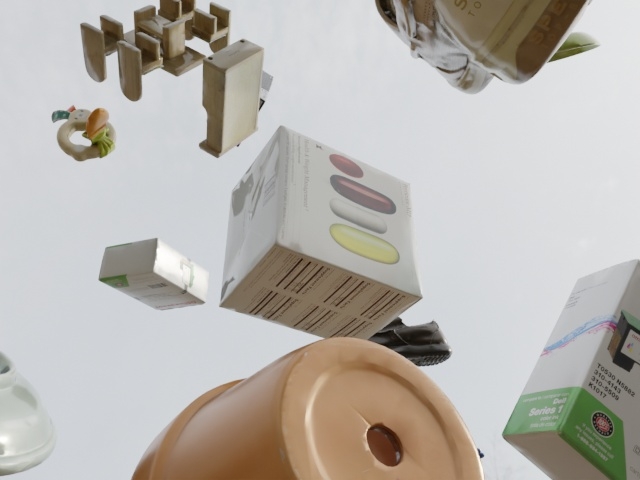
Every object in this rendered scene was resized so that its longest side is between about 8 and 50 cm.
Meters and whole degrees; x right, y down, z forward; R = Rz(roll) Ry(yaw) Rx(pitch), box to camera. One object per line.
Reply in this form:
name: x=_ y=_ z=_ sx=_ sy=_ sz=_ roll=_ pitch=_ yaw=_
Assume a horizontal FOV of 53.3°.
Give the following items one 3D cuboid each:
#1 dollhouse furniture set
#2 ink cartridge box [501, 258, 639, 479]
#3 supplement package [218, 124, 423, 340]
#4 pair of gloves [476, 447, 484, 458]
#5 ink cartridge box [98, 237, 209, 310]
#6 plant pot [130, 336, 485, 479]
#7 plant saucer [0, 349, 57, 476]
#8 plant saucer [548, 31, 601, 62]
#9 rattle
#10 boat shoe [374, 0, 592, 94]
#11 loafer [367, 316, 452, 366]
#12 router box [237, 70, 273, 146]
dollhouse furniture set: x=-0.223 y=-0.272 z=1.041 sx=0.242 sy=0.212 sz=0.161 roll=30 pitch=-43 yaw=18
ink cartridge box: x=0.389 y=0.193 z=0.809 sx=0.201 sy=0.278 sz=0.117 roll=40 pitch=-28 yaw=-4
supplement package: x=0.000 y=0.000 z=0.814 sx=0.203 sy=0.194 sz=0.149 roll=21 pitch=-43 yaw=-25
pair of gloves: x=0.261 y=0.382 z=1.334 sx=0.023 sy=0.159 sz=0.198 roll=-43 pitch=-78 yaw=-7
ink cartridge box: x=-0.396 y=0.087 z=1.544 sx=0.160 sy=0.092 sz=0.219 roll=-9 pitch=-27 yaw=22
plant pot: x=0.003 y=0.220 z=0.553 sx=0.291 sy=0.291 sz=0.203 roll=29 pitch=-54 yaw=-14
plant saucer: x=-0.555 y=0.193 z=0.899 sx=0.400 sy=0.400 sz=0.100 roll=25 pitch=-94 yaw=-11
plant saucer: x=0.449 y=-0.387 z=1.318 sx=0.241 sy=0.241 sz=0.037 roll=-12 pitch=-84 yaw=14
rattle: x=-0.533 y=-0.277 z=1.392 sx=0.130 sy=0.199 sz=0.142 roll=-27 pitch=-29 yaw=-9
boat shoe: x=0.103 y=-0.184 z=0.458 sx=0.110 sy=0.341 sz=0.121 roll=29 pitch=-77 yaw=-2
loafer: x=0.108 y=0.168 z=1.061 sx=0.220 sy=0.078 sz=0.080 roll=4 pitch=-33 yaw=-18
router box: x=-0.168 y=-0.315 z=1.498 sx=0.046 sy=0.179 sz=0.133 roll=29 pitch=-61 yaw=-14
